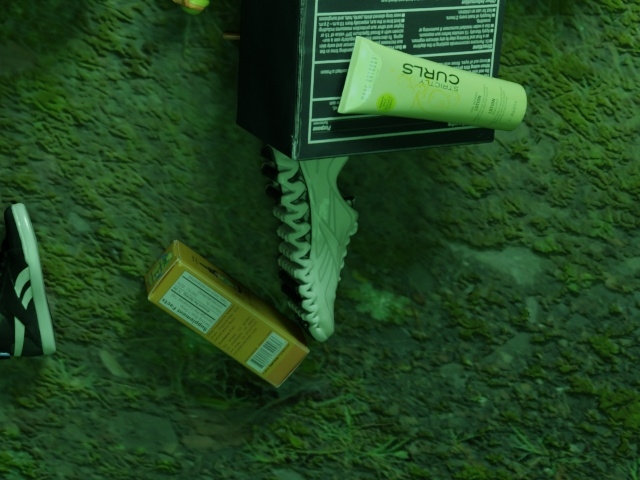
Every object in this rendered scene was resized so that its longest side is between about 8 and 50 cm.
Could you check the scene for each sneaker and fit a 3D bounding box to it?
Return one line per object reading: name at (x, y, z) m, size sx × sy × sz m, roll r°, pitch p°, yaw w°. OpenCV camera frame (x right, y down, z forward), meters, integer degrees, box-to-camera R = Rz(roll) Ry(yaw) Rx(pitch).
sneaker at (0.000, 0.000, 2.065) m, size 0.118 × 0.110 × 0.292 m, roll -14°, pitch 112°, yaw -16°
sneaker at (-0.423, 0.063, 2.006) m, size 0.121 × 0.079 × 0.217 m, roll -11°, pitch 113°, yaw -9°

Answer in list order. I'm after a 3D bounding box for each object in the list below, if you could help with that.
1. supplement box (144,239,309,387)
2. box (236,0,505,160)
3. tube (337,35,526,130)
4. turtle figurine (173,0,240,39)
supplement box at (-0.128, 0.100, 2.084) m, size 0.233 × 0.078 × 0.080 m, roll 39°, pitch 101°, yaw -21°
box at (0.062, -0.271, 1.900) m, size 0.296 × 0.183 × 0.294 m, roll -7°, pitch 111°, yaw -27°
tube at (0.135, -0.178, 1.838) m, size 0.240 × 0.070 × 0.062 m, roll 9°, pitch 152°, yaw -27°
turtle figurine at (-0.138, -0.371, 1.905) m, size 0.269 × 0.087 × 0.217 m, roll 22°, pitch 104°, yaw -18°
